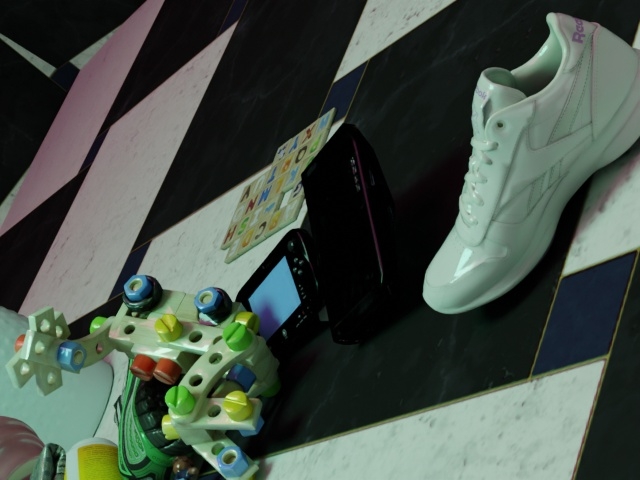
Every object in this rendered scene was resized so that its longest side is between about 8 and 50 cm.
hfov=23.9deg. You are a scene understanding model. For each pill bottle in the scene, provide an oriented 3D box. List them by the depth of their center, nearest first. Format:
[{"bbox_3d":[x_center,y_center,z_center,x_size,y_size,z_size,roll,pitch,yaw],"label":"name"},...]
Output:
[{"bbox_3d":[-0.281,0.332,1.912,0.117,0.117,0.215,-55,19,9],"label":"pill bottle"}]

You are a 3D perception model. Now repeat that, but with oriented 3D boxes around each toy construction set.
[{"bbox_3d":[-0.188,0.147,1.748,0.151,0.328,0.215,79,-148,-57],"label":"toy construction set"}]

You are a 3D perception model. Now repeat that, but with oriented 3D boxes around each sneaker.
[{"bbox_3d":[0.170,-0.073,1.375,0.305,0.152,0.114,-54,21,15],"label":"sneaker"},{"bbox_3d":[-0.213,0.185,1.951,0.146,0.134,0.343,-54,17,27],"label":"sneaker"}]

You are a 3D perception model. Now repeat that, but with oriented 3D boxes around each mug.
[{"bbox_3d":[-0.566,0.267,2.386,0.374,0.328,0.276,-48,21,26],"label":"mug"}]

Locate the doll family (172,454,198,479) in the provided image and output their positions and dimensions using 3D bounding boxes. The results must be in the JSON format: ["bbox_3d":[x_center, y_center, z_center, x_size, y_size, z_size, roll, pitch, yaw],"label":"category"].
[{"bbox_3d":[-0.184,0.332,1.754,0.193,0.076,0.111,-41,20,28],"label":"doll family"}]

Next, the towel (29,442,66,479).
[{"bbox_3d":[-0.328,0.435,1.752,0.312,0.056,0.324,122,150,-56],"label":"towel"}]

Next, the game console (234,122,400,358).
[{"bbox_3d":[-0.012,0.044,1.710,0.361,0.044,0.213,-50,44,50],"label":"game console"}]

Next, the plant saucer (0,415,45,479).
[{"bbox_3d":[-0.429,0.402,2.001,0.332,0.084,0.332,10,-90,-72],"label":"plant saucer"}]

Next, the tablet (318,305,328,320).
[{"bbox_3d":[0.015,0.064,1.724,0.083,0.006,0.054,170,96,-65],"label":"tablet"}]

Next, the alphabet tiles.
[{"bbox_3d":[-0.068,-0.071,2.175,0.237,0.009,0.198,-31,33,52],"label":"alphabet tiles"}]
